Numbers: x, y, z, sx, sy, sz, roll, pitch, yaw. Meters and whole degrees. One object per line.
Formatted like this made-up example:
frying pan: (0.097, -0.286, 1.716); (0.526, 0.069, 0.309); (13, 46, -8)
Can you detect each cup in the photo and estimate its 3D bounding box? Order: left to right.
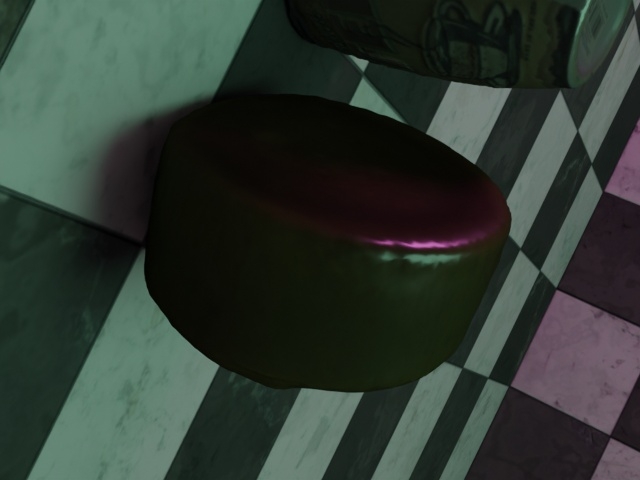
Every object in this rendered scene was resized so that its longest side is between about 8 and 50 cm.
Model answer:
cup: (0.119, -0.249, 0.912); (0.301, 0.257, 0.227); (20, 93, -66)

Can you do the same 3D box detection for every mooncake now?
mooncake: (0.000, 0.000, 0.876); (0.284, 0.284, 0.156); (-30, 139, -54)
